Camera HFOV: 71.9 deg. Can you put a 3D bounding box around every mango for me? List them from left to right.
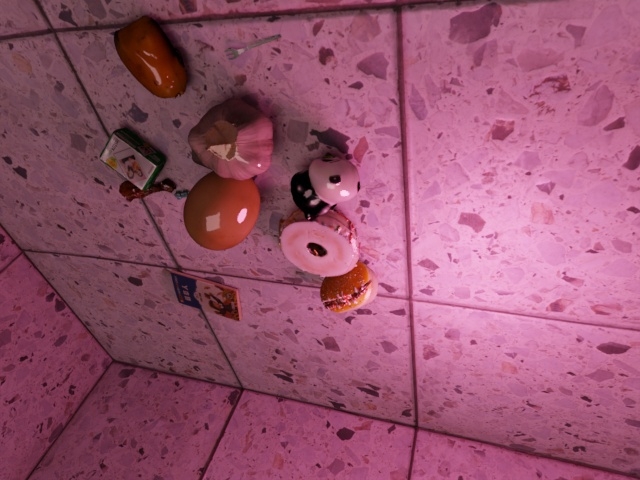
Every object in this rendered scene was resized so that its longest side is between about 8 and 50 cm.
[{"bbox_3d":[-0.602,-0.643,1.593,0.201,0.153,0.287,-13,124,46],"label":"mango"}]

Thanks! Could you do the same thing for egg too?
[{"bbox_3d":[-0.410,-0.134,1.853,0.300,0.301,0.374,31,108,-7],"label":"egg"}]

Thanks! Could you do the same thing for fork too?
[{"bbox_3d":[-0.236,-0.662,1.506,0.234,0.021,0.039,-6,132,29],"label":"fork"}]

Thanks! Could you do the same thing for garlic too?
[{"bbox_3d":[-0.323,-0.378,1.662,0.316,0.259,0.318,2,96,17],"label":"garlic"}]

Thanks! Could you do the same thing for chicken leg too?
[{"bbox_3d":[-0.830,-0.251,2.133,0.303,0.093,0.113,-3,149,15],"label":"chicken leg"}]

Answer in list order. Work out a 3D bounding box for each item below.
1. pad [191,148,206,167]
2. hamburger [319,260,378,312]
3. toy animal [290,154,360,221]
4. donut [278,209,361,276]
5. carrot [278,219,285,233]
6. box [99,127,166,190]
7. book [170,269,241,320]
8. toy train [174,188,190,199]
[{"bbox_3d":[-0.468,-0.290,1.946,0.249,0.055,0.324,21,119,3],"label":"pad"},{"bbox_3d":[0.126,0.216,2.059,0.151,0.227,0.295,17,148,-39],"label":"hamburger"},{"bbox_3d":[0.021,-0.222,1.701,0.266,0.213,0.212,-31,115,37],"label":"toy animal"},{"bbox_3d":[0.000,0.000,1.959,0.382,0.143,0.383,12,136,12],"label":"donut"},{"bbox_3d":[-0.176,-0.029,2.086,0.042,0.042,0.171,12,134,13],"label":"carrot"},{"bbox_3d":[-0.837,-0.363,1.973,0.250,0.103,0.180,37,119,-13],"label":"box"},{"bbox_3d":[-0.685,0.335,2.664,0.427,0.039,0.300,14,136,11],"label":"book"},{"bbox_3d":[-0.662,-0.219,2.122,0.092,0.029,0.045,-3,138,25],"label":"toy train"}]
